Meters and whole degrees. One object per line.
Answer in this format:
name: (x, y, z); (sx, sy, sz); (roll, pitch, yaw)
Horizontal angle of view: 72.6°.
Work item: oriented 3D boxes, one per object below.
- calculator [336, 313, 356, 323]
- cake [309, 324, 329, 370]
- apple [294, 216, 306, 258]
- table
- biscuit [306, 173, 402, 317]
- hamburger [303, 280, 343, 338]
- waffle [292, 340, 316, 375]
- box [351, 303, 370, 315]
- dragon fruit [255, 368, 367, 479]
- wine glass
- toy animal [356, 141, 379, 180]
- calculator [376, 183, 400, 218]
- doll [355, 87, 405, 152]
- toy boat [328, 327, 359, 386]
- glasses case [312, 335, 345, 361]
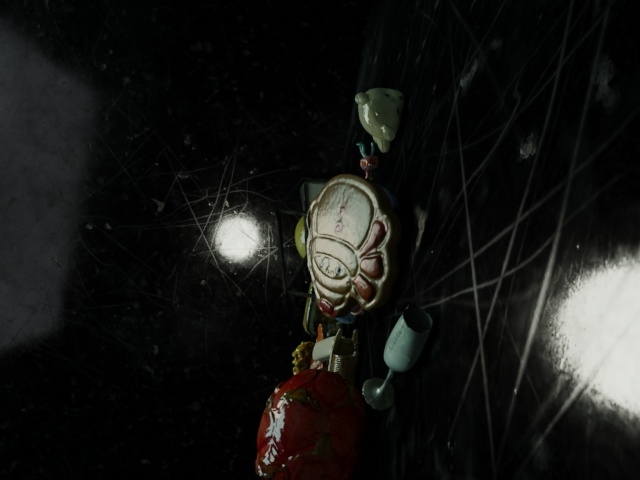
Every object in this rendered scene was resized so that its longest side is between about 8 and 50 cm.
calculator: (0.077, 0.204, 1.549); (0.039, 0.121, 0.210); (-47, 21, 29)
cake: (0.016, 0.461, 1.870); (0.135, 0.098, 0.287); (-50, 22, 46)
apple: (0.020, -0.036, 1.879); (0.258, 0.233, 0.295); (-43, 15, 34)
table: (0.000, 0.000, 1.476); (0.272, 0.222, 0.335); (-58, -30, -53)
biscuit: (0.066, 0.024, 1.125); (0.359, 0.074, 0.381); (27, 107, 53)
hamburger: (0.028, 0.251, 1.804); (0.192, 0.167, 0.288); (158, 123, -87)
waffle: (-0.036, 0.527, 1.917); (0.253, 0.056, 0.249); (44, -127, -42)
box: (0.069, 0.145, 1.292); (0.151, 0.135, 0.151); (-175, 90, -70)
dragon fruit: (-0.017, 0.466, 1.048); (0.277, 0.277, 0.342); (106, -178, -65)
wine glass: (0.138, 0.214, 0.788); (0.074, 0.074, 0.262); (-83, 5, -48)
toy animal: (0.171, -0.263, 1.632); (0.103, 0.100, 0.208); (-29, -57, -65)
calculator: (0.118, -0.008, 1.170); (0.051, 0.173, 0.293); (-7, -67, -48)
doll: (0.199, -0.388, 1.374); (0.149, 0.175, 0.278); (-42, -1, 7)
toy boat: (0.063, 0.420, 1.313); (0.115, 0.089, 0.310); (125, 155, -77)
glasses case: (0.032, 0.424, 1.708); (0.204, 0.051, 0.081); (-32, 42, 51)
